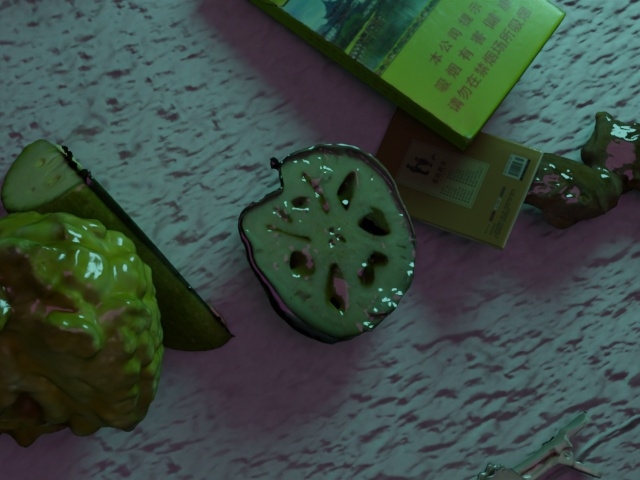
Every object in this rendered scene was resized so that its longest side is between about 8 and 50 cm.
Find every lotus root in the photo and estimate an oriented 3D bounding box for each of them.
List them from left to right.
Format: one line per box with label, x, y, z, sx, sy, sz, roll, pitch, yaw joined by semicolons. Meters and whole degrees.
lotus root;0.002;0.004;1.118;0.183;0.078;0.203;-21;90;-21

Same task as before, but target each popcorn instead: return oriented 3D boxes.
popcorn;-0.255;0.098;0.991;0.225;0.286;0.173;30;40;-21

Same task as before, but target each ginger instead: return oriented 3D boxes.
ginger;0.306;-0.081;1.170;0.290;0.084;0.122;-11;92;-10

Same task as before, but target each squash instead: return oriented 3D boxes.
squash;-0.217;0.023;1.108;0.093;0.169;0.252;-43;125;-8

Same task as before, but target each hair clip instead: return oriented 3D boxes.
hair clip;0.200;0.260;1.137;0.226;0.034;0.072;-21;88;-10

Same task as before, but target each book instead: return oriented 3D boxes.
book;0.139;-0.070;1.142;0.172;0.012;0.118;21;79;20

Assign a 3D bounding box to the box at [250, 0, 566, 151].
box;0.075;-0.266;1.152;0.335;0.047;0.187;36;79;7
